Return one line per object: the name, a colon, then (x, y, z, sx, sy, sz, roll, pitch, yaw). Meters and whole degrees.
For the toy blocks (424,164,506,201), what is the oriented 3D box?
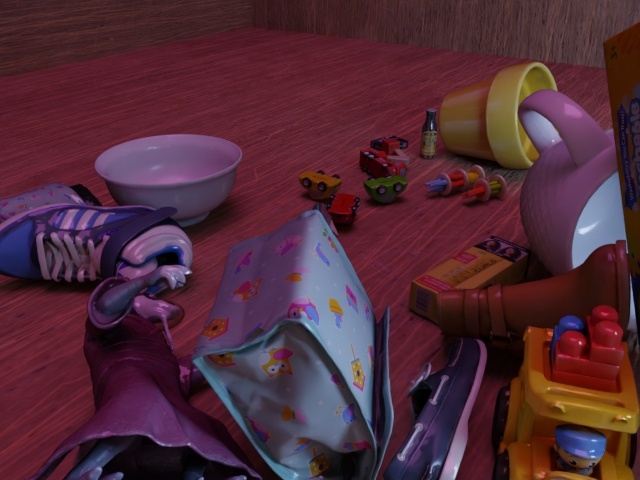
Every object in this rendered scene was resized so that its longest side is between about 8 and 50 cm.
toy blocks: (0.321, -0.120, 1.356, 0.148, 0.054, 0.123, -15, 31, -25)

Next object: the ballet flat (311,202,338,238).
ballet flat: (0.000, 0.000, 1.139, 0.068, 0.072, 0.213, 27, 29, -7)

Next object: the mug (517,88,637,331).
mug: (0.443, -0.082, 0.971, 0.276, 0.374, 0.328, -36, 15, 10)

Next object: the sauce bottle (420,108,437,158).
sauce bottle: (0.282, -0.278, 1.572, 0.042, 0.128, 0.042, -2, 29, 1)

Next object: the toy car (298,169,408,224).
toy car: (0.086, -0.100, 1.322, 0.225, 0.053, 0.239, -10, 30, -18)

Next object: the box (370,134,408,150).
box: (0.190, -0.267, 1.667, 0.083, 0.018, 0.067, -19, 34, -31)

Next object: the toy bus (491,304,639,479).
toy bus: (0.266, 0.183, 0.628, 0.149, 0.211, 0.220, 9, 31, 14)

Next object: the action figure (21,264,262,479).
action figure: (-0.215, 0.182, 0.713, 0.275, 0.248, 0.370, -34, 36, -5)

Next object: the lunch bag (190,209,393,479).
lunch bag: (-0.002, 0.135, 0.685, 0.160, 0.262, 0.223, -24, 25, 17)

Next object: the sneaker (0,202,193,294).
sneaker: (-0.375, 0.026, 1.004, 0.322, 0.130, 0.236, -9, 25, -28)

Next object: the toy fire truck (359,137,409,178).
toy fire truck: (0.173, -0.200, 1.513, 0.135, 0.047, 0.192, -12, 31, -24)

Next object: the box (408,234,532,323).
box: (0.252, 0.064, 1.007, 0.232, 0.058, 0.087, -24, 37, -36)

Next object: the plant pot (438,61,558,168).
plant pot: (0.441, -0.307, 1.529, 0.239, 0.254, 0.254, 5, 25, 42)

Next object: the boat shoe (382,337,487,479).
boat shoe: (0.140, 0.200, 0.724, 0.079, 0.095, 0.254, 20, 41, 12)

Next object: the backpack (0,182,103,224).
backpack: (-0.513, -0.038, 1.144, 0.182, 0.115, 0.152, -24, 39, -33)

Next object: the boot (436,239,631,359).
boot: (0.262, 0.077, 0.778, 0.220, 0.283, 0.109, 9, 67, 15)

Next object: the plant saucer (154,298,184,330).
plant saucer: (-0.259, 0.115, 0.960, 0.083, 0.015, 0.083, 0, 28, 0)

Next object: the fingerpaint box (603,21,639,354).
fingerpaint box: (0.476, -0.044, 0.601, 0.163, 0.445, 0.371, -8, 2, -6)

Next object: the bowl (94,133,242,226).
bowl: (-0.307, -0.115, 1.266, 0.298, 0.134, 0.298, 0, 28, 0)
